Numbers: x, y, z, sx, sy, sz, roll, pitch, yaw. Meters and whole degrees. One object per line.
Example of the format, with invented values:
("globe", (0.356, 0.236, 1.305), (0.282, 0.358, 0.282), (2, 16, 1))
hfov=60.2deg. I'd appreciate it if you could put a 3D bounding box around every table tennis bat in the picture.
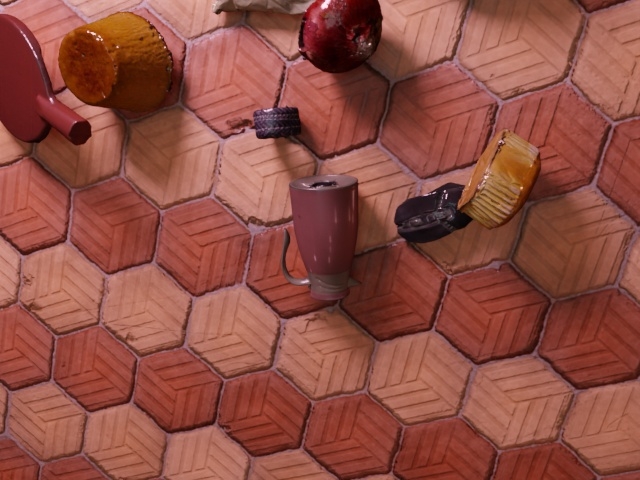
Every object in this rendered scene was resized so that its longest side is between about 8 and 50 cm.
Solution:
("table tennis bat", (-0.633, -0.324, 1.192), (0.415, 0.051, 0.268), (35, 126, 25))

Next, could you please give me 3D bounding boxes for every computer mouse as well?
("computer mouse", (0.252, -0.057, 1.181), (0.192, 0.062, 0.105), (-19, 98, 11))

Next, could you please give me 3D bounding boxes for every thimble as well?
("thimble", (-0.091, -0.249, 1.174), (0.095, 0.104, 0.066), (-6, 99, 9))

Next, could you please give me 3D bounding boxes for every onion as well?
("onion", (0.049, -0.397, 1.076), (0.184, 0.184, 0.147), (-40, 56, 15))

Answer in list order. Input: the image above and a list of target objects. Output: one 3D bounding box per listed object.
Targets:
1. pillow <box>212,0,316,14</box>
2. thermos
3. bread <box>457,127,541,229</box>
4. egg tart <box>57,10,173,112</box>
("pillow", (-0.088, -0.601, 1.113), (0.274, 0.076, 0.280), (6, 102, 10))
("thermos", (0.000, 0.000, 1.197), (0.176, 0.146, 0.265), (-1, 108, 3))
("bread", (0.358, -0.117, 1.099), (0.114, 0.132, 0.190), (34, 76, 0))
("egg tart", (-0.434, -0.368, 1.170), (0.215, 0.171, 0.215), (8, 115, 18))
